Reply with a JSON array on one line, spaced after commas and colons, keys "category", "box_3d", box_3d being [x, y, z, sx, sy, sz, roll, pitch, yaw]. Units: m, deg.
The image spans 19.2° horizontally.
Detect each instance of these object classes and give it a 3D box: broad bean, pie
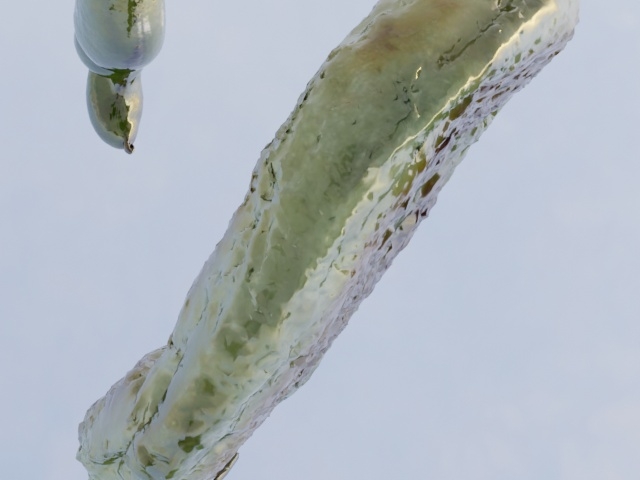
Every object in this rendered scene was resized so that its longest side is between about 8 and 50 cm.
[{"category": "broad bean", "box_3d": [-0.113, -0.117, 1.055, 0.048, 0.213, 0.070, -13, -112, -11]}, {"category": "pie", "box_3d": [0.004, -0.006, 0.811, 0.067, 0.302, 0.302, 39, -114, 6]}]
